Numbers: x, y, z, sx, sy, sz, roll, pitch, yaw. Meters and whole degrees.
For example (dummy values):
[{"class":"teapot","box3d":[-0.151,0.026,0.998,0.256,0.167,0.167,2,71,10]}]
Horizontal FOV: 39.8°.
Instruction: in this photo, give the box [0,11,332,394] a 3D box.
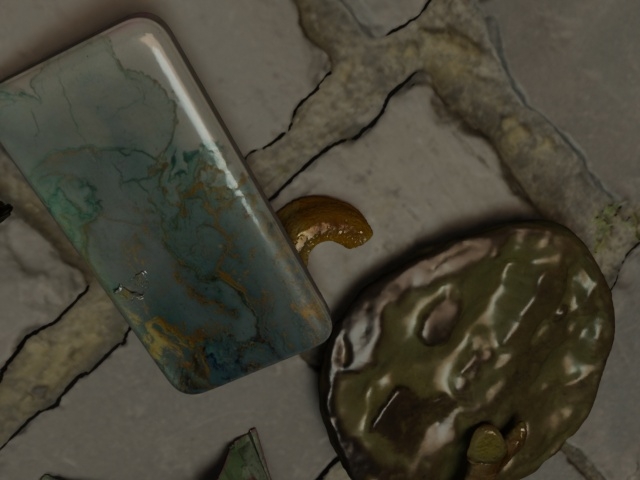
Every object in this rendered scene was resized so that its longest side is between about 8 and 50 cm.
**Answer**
[{"class":"box","box3d":[-0.109,-0.013,0.644,0.142,0.044,0.285,-24,116,9]}]

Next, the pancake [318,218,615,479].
[{"class":"pancake","box3d":[0.134,0.117,0.795,0.294,0.049,0.294,-7,112,-18]}]

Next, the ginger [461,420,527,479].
[{"class":"ginger","box3d":[0.148,0.197,0.788,0.097,0.030,0.048,-48,122,0]}]

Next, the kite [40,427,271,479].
[{"class":"kite","box3d":[-0.116,0.250,0.724,0.250,0.012,0.229,29,63,-2]}]

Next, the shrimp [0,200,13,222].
[{"class":"shrimp","box3d":[-0.329,0.080,0.616,0.296,0.058,0.169,-26,124,-4]}]

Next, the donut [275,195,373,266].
[{"class":"donut","box3d":[0.000,0.000,0.707,0.083,0.038,0.067,13,103,-22]}]
